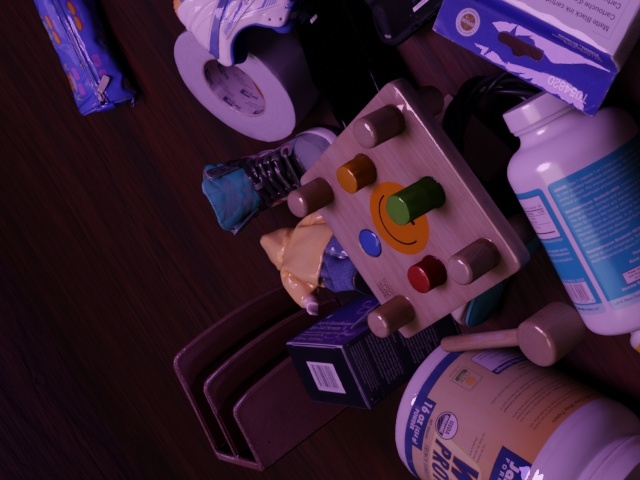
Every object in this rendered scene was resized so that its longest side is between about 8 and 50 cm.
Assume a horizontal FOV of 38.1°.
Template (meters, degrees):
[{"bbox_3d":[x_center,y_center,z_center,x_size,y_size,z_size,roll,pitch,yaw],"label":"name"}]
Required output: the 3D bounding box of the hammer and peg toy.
[{"bbox_3d":[0.126,0.019,1.102,0.361,0.127,0.266,56,145,6],"label":"hammer and peg toy"}]

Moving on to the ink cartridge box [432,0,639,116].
[{"bbox_3d":[0.226,-0.269,0.910,0.223,0.045,0.224,36,115,31],"label":"ink cartridge box"}]

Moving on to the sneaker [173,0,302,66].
[{"bbox_3d":[-0.050,-0.344,1.200,0.296,0.112,0.131,-34,96,30],"label":"sneaker"}]

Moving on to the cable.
[{"bbox_3d":[0.215,-0.111,1.098,0.150,0.047,0.184,24,115,19],"label":"cable"}]

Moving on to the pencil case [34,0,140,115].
[{"bbox_3d":[-0.457,-0.383,1.767,0.133,0.119,0.306,-124,13,-72],"label":"pencil case"}]

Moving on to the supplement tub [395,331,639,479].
[{"bbox_3d":[0.277,0.278,1.207,0.316,0.228,0.228,28,137,45],"label":"supplement tub"}]

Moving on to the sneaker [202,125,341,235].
[{"bbox_3d":[-0.092,-0.092,1.459,0.295,0.178,0.124,-14,105,57],"label":"sneaker"}]

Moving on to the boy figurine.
[{"bbox_3d":[-0.001,0.032,1.483,0.285,0.092,0.177,4,77,53],"label":"boy figurine"}]

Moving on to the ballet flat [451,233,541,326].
[{"bbox_3d":[0.220,0.027,1.237,0.086,0.086,0.248,46,147,19],"label":"ballet flat"}]

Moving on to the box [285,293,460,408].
[{"bbox_3d":[0.081,0.153,1.405,0.153,0.207,0.108,-7,111,55],"label":"box"}]

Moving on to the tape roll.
[{"bbox_3d":[-0.111,-0.250,1.386,0.219,0.072,0.219,29,155,15],"label":"tape roll"}]

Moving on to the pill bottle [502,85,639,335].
[{"bbox_3d":[0.298,-0.042,0.998,0.146,0.146,0.264,-21,100,58],"label":"pill bottle"}]

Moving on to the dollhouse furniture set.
[{"bbox_3d":[0.172,-0.104,1.231,0.144,0.123,0.151,46,112,18],"label":"dollhouse furniture set"}]

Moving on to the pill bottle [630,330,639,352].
[{"bbox_3d":[0.400,0.114,1.067,0.116,0.065,0.065,43,145,25],"label":"pill bottle"}]

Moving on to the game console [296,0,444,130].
[{"bbox_3d":[0.085,-0.278,1.165,0.361,0.044,0.213,-30,82,57],"label":"game console"}]

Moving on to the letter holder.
[{"bbox_3d":[-0.064,0.206,1.560,0.152,0.302,0.214,-6,111,56],"label":"letter holder"}]
